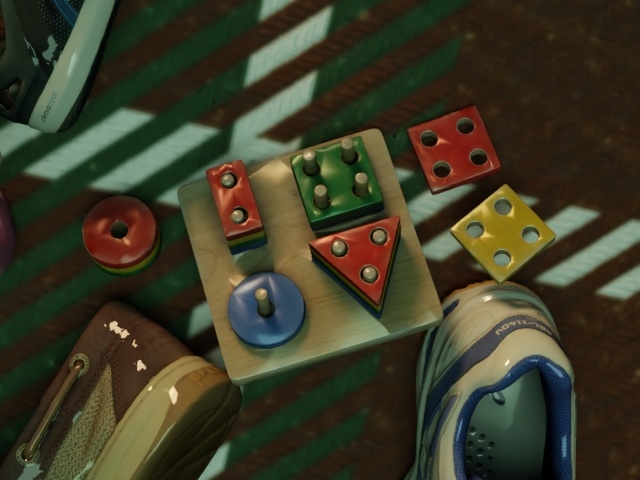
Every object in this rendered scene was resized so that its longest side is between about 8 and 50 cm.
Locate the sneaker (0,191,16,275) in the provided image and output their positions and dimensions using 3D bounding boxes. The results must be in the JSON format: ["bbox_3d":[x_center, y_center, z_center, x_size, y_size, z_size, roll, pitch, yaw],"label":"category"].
[{"bbox_3d":[-0.271,-0.070,0.890,0.104,0.095,0.236,-19,106,8],"label":"sneaker"}]

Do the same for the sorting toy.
[{"bbox_3d":[0.000,0.000,0.913,0.274,0.046,0.132,-16,69,-2],"label":"sorting toy"}]

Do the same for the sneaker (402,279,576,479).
[{"bbox_3d":[0.099,0.179,0.961,0.112,0.131,0.296,-1,106,-6],"label":"sneaker"}]

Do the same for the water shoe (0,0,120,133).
[{"bbox_3d":[-0.150,-0.163,0.883,0.080,0.073,0.203,20,101,-7],"label":"water shoe"}]

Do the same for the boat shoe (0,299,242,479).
[{"bbox_3d":[-0.192,0.188,0.960,0.123,0.123,0.342,39,102,18],"label":"boat shoe"}]

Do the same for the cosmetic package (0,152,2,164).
[{"bbox_3d":[-0.317,-0.097,0.767,0.224,0.138,0.225,-16,103,11],"label":"cosmetic package"}]
